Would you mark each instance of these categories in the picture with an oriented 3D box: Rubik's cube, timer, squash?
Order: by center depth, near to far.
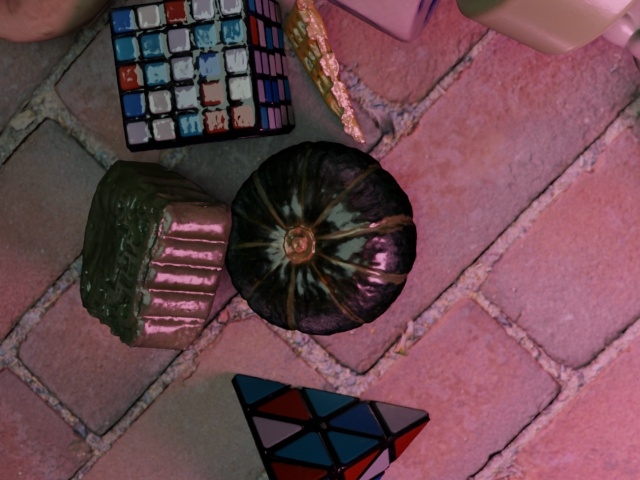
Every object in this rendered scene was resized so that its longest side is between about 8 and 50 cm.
[{"bbox_3d":[0.365,-0.305,1.349,0.315,0.291,0.290,32,102,-17],"label":"timer"},{"bbox_3d":[-0.148,-0.215,1.473,0.182,0.184,0.187,-6,93,12],"label":"Rubik's cube"},{"bbox_3d":[0.000,0.000,1.474,0.252,0.165,0.252,1,95,17],"label":"squash"},{"bbox_3d":[0.041,0.273,1.500,0.234,0.250,0.284,-20,86,-7],"label":"Rubik's cube"}]

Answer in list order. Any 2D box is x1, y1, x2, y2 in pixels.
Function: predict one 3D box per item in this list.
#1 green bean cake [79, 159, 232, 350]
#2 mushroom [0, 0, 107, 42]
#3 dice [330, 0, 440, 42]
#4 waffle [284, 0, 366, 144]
[{"bbox_3d":[-0.226,0.020,1.497,0.125,0.227,0.222,5,105,-32],"label":"green bean cake"},{"bbox_3d":[-0.389,-0.387,1.478,0.315,0.315,0.356,-12,59,12],"label":"mushroom"},{"bbox_3d":[0.051,-0.404,1.383,0.259,0.251,0.243,29,98,7],"label":"dice"},{"bbox_3d":[0.018,-0.217,1.475,0.032,0.125,0.191,-31,87,-15],"label":"waffle"}]
